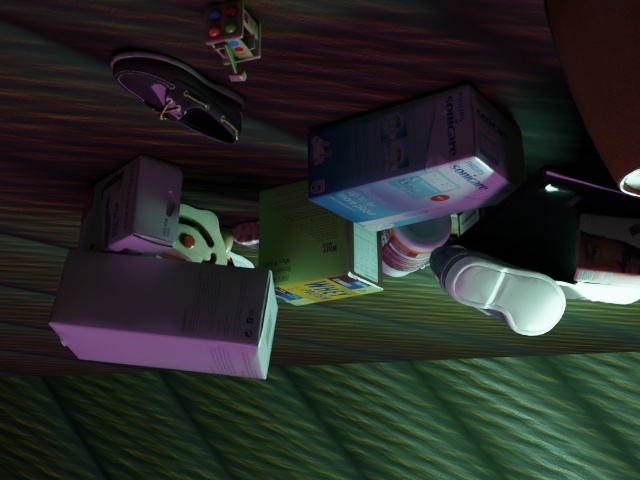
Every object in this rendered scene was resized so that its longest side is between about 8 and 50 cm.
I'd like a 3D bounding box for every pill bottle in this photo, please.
[{"bbox_3d":[0.178,-0.004,1.779,0.121,0.121,0.221,3,161,-10],"label":"pill bottle"}]

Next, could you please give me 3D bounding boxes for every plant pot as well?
[{"bbox_3d":[0.399,-0.189,1.034,0.237,0.254,0.237,-2,162,-1],"label":"plant pot"}]

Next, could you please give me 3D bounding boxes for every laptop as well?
[{"bbox_3d":[0.480,-0.093,1.467,0.407,0.236,0.382,14,158,-9],"label":"laptop"}]

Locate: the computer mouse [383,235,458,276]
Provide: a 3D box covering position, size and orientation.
[{"bbox_3d":[0.192,0.044,1.998,0.272,0.072,0.188,2,162,-8],"label":"computer mouse"}]

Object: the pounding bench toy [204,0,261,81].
[{"bbox_3d":[-0.112,-0.249,1.103,0.052,0.083,0.065,-7,161,19],"label":"pounding bench toy"}]

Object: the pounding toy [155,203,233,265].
[{"bbox_3d":[-0.295,0.022,1.793,0.269,0.154,0.154,17,155,-40],"label":"pounding toy"}]

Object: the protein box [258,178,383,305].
[{"bbox_3d":[0.000,0.000,1.660,0.199,0.201,0.136,-12,158,30],"label":"protein box"}]

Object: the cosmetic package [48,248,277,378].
[{"bbox_3d":[-0.272,0.137,1.578,0.365,0.155,0.197,7,155,3],"label":"cosmetic package"}]

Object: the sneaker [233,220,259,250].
[{"bbox_3d":[-0.096,-0.010,1.850,0.170,0.063,0.075,-4,161,25],"label":"sneaker"}]

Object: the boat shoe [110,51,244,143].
[{"bbox_3d":[-0.200,-0.203,1.262,0.081,0.069,0.227,-18,155,41],"label":"boat shoe"}]

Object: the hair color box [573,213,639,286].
[{"bbox_3d":[0.465,0.018,1.299,0.167,0.093,0.053,5,158,12],"label":"hair color box"}]

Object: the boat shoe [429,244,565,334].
[{"bbox_3d":[0.319,0.081,1.566,0.319,0.116,0.099,21,-167,-38],"label":"boat shoe"}]

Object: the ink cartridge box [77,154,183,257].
[{"bbox_3d":[-0.349,-0.042,1.592,0.092,0.159,0.218,19,153,-38],"label":"ink cartridge box"}]

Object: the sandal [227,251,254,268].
[{"bbox_3d":[-0.241,0.066,2.043,0.101,0.076,0.265,-7,160,18],"label":"sandal"}]

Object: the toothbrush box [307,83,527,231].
[{"bbox_3d":[0.157,-0.123,1.422,0.295,0.126,0.216,-13,159,30],"label":"toothbrush box"}]

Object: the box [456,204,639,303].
[{"bbox_3d":[0.468,0.010,1.729,0.381,0.191,0.143,5,161,-12],"label":"box"}]
